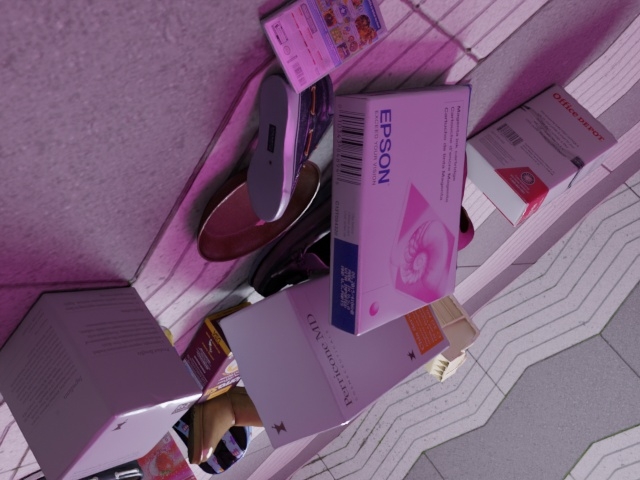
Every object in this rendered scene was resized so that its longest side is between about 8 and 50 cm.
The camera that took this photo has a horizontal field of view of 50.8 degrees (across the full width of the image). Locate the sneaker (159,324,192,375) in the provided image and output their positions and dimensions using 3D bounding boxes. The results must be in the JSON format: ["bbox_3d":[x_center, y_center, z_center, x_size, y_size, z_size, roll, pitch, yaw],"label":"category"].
[{"bbox_3d":[-0.265,0.243,1.101,0.091,0.126,0.240,-26,156,-29],"label":"sneaker"}]

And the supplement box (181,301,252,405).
[{"bbox_3d":[-0.180,0.208,1.235,0.104,0.081,0.188,-17,151,-44],"label":"supplement box"}]

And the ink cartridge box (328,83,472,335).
[{"bbox_3d":[0.146,-0.060,0.994,0.330,0.071,0.324,-17,115,-42],"label":"ink cartridge box"}]

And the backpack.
[{"bbox_3d":[-0.217,0.404,1.452,0.158,0.173,0.117,-43,159,10],"label":"backpack"}]

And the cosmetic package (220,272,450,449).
[{"bbox_3d":[0.050,0.173,1.234,0.161,0.230,0.453,-28,173,31],"label":"cosmetic package"}]

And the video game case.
[{"bbox_3d":[0.007,-0.219,0.694,0.122,0.011,0.087,-35,131,-7],"label":"video game case"}]

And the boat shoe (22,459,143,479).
[{"bbox_3d":[-0.480,0.480,1.292,0.302,0.091,0.114,-19,152,-42],"label":"boat shoe"}]

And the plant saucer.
[{"bbox_3d":[-0.089,-0.048,0.913,0.198,0.036,0.198,-33,158,-15],"label":"plant saucer"}]

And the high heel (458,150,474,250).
[{"bbox_3d":[0.269,-0.075,1.303,0.181,0.127,0.377,-35,159,23],"label":"high heel"}]

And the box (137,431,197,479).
[{"bbox_3d":[-0.435,0.574,1.479,0.300,0.154,0.142,-23,155,-34],"label":"box"}]

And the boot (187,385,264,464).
[{"bbox_3d":[-0.118,0.347,1.317,0.269,0.236,0.089,7,114,-10],"label":"boot"}]

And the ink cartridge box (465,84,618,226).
[{"bbox_3d":[0.417,-0.167,1.305,0.237,0.172,0.100,-33,159,-15],"label":"ink cartridge box"}]

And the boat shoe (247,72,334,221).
[{"bbox_3d":[-0.030,-0.109,0.791,0.083,0.065,0.183,-22,135,-41],"label":"boat shoe"}]

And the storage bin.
[{"bbox_3d":[0.299,0.222,1.809,0.123,0.260,0.262,-31,159,-9],"label":"storage bin"}]

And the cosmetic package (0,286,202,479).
[{"bbox_3d":[-0.283,0.177,0.853,0.151,0.184,0.151,-47,157,22],"label":"cosmetic package"}]

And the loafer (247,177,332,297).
[{"bbox_3d":[0.000,0.000,1.074,0.302,0.095,0.109,-47,159,21],"label":"loafer"}]
